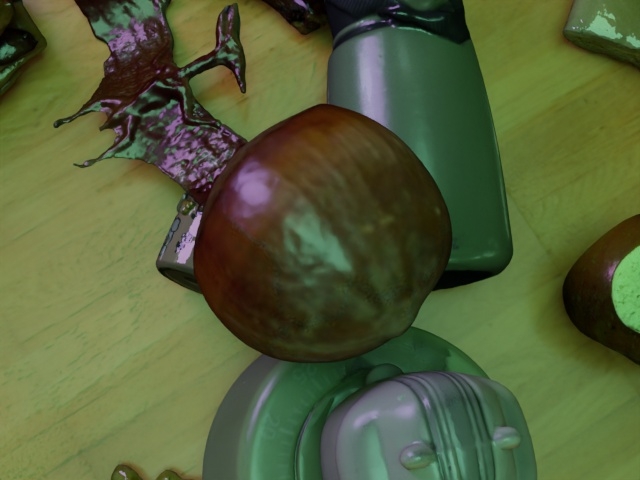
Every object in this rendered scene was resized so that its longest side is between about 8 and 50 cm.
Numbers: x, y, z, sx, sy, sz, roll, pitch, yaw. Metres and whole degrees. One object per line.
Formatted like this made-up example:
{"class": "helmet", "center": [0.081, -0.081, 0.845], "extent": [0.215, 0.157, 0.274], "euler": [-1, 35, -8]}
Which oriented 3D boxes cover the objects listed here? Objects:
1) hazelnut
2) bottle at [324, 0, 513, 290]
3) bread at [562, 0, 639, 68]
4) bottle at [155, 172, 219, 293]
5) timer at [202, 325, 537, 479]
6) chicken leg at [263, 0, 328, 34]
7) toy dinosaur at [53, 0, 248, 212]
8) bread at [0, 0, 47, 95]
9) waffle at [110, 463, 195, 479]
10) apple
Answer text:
{"class": "hazelnut", "center": [0.000, 0.000, 0.843], "extent": [0.214, 0.176, 0.214], "euler": [-8, 72, 25]}
{"class": "bottle", "center": [0.082, -0.128, 1.008], "extent": [0.168, 0.168, 0.347], "euler": [-6, 81, -3]}
{"class": "bread", "center": [0.338, -0.268, 1.089], "extent": [0.139, 0.060, 0.178], "euler": [21, 82, -1]}
{"class": "bottle", "center": [-0.094, -0.025, 1.026], "extent": [0.099, 0.099, 0.152], "euler": [20, 75, 0]}
{"class": "timer", "center": [0.065, 0.186, 0.864], "extent": [0.291, 0.315, 0.291], "euler": [4, 74, -13]}
{"class": "chicken leg", "center": [-0.154, -0.347, 1.067], "extent": [0.158, 0.096, 0.407], "euler": [-41, 88, -26]}
{"class": "toy dinosaur", "center": [-0.162, -0.145, 0.989], "extent": [0.206, 0.113, 0.327], "euler": [-9, 64, 8]}
{"class": "bread", "center": [-0.488, -0.240, 0.985], "extent": [0.314, 0.191, 0.370], "euler": [-43, 85, -6]}
{"class": "waffle", "center": [-0.142, 0.344, 0.997], "extent": [0.243, 0.059, 0.238], "euler": [21, 85, 3]}
{"class": "apple", "center": [0.324, 0.047, 1.005], "extent": [0.163, 0.146, 0.147], "euler": [27, 90, 16]}
